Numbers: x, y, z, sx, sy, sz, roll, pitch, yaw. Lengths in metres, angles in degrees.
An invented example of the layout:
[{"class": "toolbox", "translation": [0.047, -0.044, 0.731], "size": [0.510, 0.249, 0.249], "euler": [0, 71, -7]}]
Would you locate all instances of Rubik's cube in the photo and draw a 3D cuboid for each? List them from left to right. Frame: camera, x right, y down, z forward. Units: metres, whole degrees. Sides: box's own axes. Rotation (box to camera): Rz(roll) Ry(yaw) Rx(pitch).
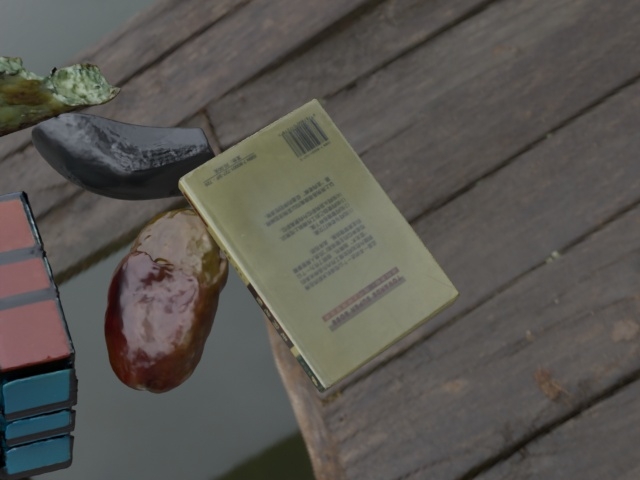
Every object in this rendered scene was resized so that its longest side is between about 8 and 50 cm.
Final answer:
[{"class": "Rubik's cube", "translation": [-0.482, 0.145, 1.341], "size": [0.283, 0.288, 0.293], "euler": [-8, 52, -22]}]

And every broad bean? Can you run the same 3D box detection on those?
[{"class": "broad bean", "translation": [-0.190, 0.072, 1.275], "size": [0.156, 0.122, 0.228], "euler": [26, 102, 55]}]

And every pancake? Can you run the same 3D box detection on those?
[{"class": "pancake", "translation": [-0.361, -0.108, 0.893], "size": [0.377, 0.197, 0.054], "euler": [-13, 80, -5]}]

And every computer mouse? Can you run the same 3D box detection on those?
[{"class": "computer mouse", "translation": [-0.251, -0.096, 1.390], "size": [0.264, 0.147, 0.088], "euler": [2, 65, -13]}]

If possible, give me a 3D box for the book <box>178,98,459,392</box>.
[{"class": "book", "translation": [0.000, 0.000, 0.948], "size": [0.161, 0.026, 0.231], "euler": [-32, 81, -20]}]
